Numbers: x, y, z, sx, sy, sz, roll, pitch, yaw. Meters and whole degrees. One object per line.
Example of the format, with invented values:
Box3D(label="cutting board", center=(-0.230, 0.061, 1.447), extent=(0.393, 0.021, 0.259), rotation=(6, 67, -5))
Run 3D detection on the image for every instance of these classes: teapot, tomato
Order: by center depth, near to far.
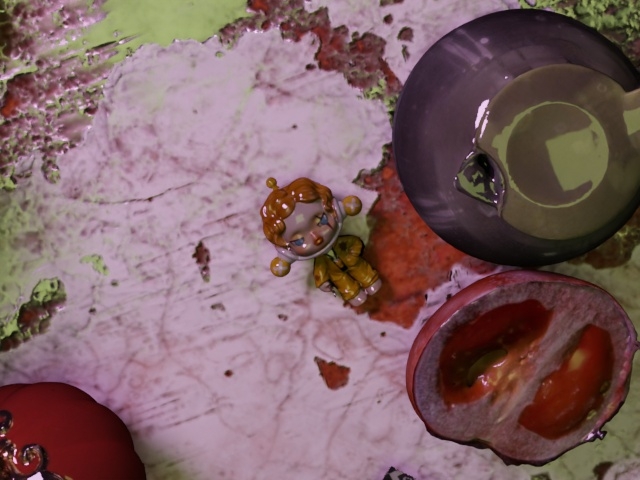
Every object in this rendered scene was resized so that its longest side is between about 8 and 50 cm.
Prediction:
Box3D(label="teapot", center=(0.232, -0.080, 1.117), extent=(0.322, 0.239, 0.239), rotation=(6, 99, -4))
Box3D(label="tomato", center=(0.183, 0.100, 1.197), extent=(0.228, 0.112, 0.199), rotation=(27, 108, -28))

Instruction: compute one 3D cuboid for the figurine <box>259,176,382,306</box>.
Box3D(label="figurine", center=(0.005, -0.002, 1.212), extent=(0.143, 0.068, 0.101), rotation=(23, 101, -17))

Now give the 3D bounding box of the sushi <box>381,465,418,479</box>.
Box3D(label="sushi", center=(0.091, 0.298, 1.274), extent=(0.120, 0.026, 0.126), rotation=(28, 104, -4))

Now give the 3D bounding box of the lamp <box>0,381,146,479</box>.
Box3D(label="lamp", center=(-0.270, 0.240, 1.159), extent=(0.227, 0.227, 0.227), rotation=(0, 98, -2))
